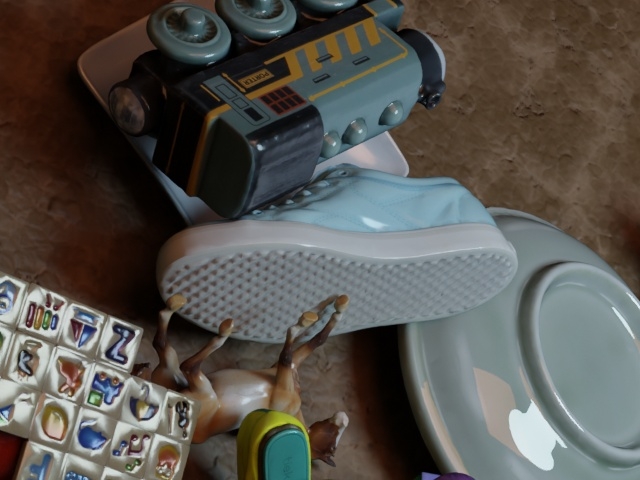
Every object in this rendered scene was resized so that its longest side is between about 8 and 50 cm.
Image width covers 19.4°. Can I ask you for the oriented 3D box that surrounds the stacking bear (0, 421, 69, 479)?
[{"bbox_3d":[-0.322,0.090,1.511,0.289,0.175,0.164,50,58,-21],"label":"stacking bear"}]

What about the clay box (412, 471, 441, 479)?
[{"bbox_3d":[0.136,0.332,1.701,0.127,0.053,0.222,11,63,-13],"label":"clay box"}]

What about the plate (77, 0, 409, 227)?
[{"bbox_3d":[-0.077,-0.114,1.833,0.277,0.045,0.278,-38,95,-38],"label":"plate"}]

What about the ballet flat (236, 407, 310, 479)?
[{"bbox_3d":[-0.044,0.256,1.673,0.077,0.077,0.231,-11,110,-31],"label":"ballet flat"}]

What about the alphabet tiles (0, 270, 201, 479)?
[{"bbox_3d":[-0.201,0.153,1.515,0.237,0.009,0.198,26,73,-38],"label":"alphabet tiles"}]

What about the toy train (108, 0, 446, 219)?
[{"bbox_3d":[-0.032,-0.144,1.728,0.190,0.142,0.334,42,45,23],"label":"toy train"}]

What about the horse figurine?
[{"bbox_3d":[-0.079,0.129,1.682,0.263,0.174,0.066,0,37,-33],"label":"horse figurine"}]

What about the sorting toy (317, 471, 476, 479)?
[{"bbox_3d":[-0.005,0.287,1.579,0.365,0.126,0.127,-14,107,-15],"label":"sorting toy"}]

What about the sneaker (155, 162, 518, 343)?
[{"bbox_3d":[0.000,0.000,1.758,0.366,0.135,0.150,1,43,-31],"label":"sneaker"}]

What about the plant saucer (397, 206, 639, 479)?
[{"bbox_3d":[0.254,0.136,1.899,0.400,0.100,0.400,22,53,-33],"label":"plant saucer"}]
